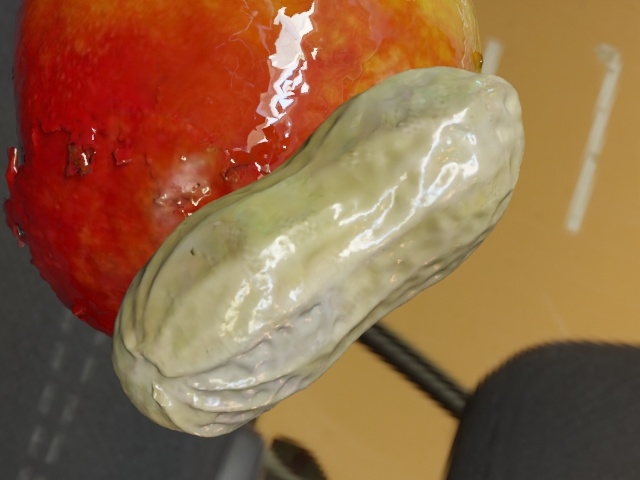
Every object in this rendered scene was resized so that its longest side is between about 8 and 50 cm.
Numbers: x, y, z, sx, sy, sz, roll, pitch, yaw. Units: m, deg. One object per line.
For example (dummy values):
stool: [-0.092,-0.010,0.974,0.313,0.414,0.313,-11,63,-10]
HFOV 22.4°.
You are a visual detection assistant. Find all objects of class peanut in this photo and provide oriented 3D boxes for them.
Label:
peanut: [0.000,0.000,0.701,0.214,0.090,0.098,-39,145,-6]

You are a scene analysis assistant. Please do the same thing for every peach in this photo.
peach: [-0.061,-0.093,1.129,0.370,0.370,0.370,-161,-90,-88]
